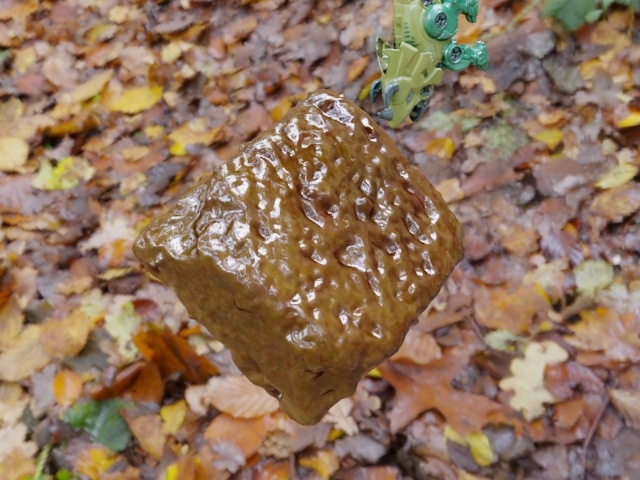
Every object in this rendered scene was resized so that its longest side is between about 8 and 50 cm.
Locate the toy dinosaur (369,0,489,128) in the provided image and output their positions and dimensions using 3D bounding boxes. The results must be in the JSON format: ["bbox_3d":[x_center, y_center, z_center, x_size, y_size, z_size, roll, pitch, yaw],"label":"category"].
[{"bbox_3d":[0.125,-0.275,1.040,0.153,0.259,0.094,-22,30,-29],"label":"toy dinosaur"}]

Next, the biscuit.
[{"bbox_3d":[0.000,0.000,1.134,0.166,0.343,0.395,-31,13,49],"label":"biscuit"}]
